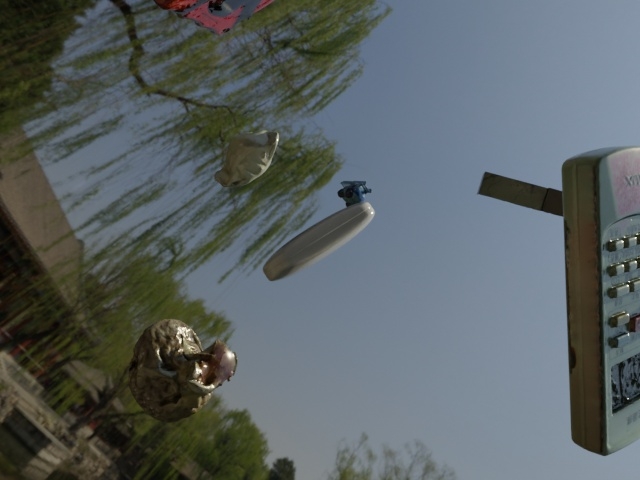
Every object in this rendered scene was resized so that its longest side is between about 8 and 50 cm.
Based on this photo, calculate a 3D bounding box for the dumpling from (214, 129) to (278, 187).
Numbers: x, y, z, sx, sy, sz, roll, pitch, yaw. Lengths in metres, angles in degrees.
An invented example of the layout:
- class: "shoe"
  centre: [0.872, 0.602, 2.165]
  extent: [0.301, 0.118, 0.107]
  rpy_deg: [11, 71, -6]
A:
- class: "dumpling"
  centre: [-0.173, -0.208, 1.089]
  extent: [0.100, 0.134, 0.169]
  rpy_deg: [19, -60, -31]

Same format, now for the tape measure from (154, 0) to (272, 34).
- class: "tape measure"
  centre: [-0.144, -0.444, 0.735]
  extent: [0.260, 0.253, 0.114]
  rpy_deg: [-26, -83, 15]

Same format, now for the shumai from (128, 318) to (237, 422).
- class: "shumai"
  centre: [-0.261, 0.259, 0.890]
  extent: [0.153, 0.161, 0.209]
  rpy_deg: [2, -81, 36]

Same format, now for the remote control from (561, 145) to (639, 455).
- class: "remote control"
  centre: [0.346, 0.064, 0.539]
  extent: [0.050, 0.145, 0.344]
  rpy_deg: [7, -75, 60]

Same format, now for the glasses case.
- class: "glasses case"
  centre: [0.000, 0.000, 0.682]
  extent: [0.049, 0.193, 0.074]
  rpy_deg: [57, -24, 4]

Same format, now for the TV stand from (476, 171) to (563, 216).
- class: "TV stand"
  centre: [0.440, -0.076, 0.900]
  extent: [0.256, 0.049, 0.040]
  rpy_deg: [17, 3, 10]

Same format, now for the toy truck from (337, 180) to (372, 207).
- class: "toy truck"
  centre: [0.083, -0.136, 1.321]
  extent: [0.063, 0.074, 0.136]
  rpy_deg: [51, -18, -27]
